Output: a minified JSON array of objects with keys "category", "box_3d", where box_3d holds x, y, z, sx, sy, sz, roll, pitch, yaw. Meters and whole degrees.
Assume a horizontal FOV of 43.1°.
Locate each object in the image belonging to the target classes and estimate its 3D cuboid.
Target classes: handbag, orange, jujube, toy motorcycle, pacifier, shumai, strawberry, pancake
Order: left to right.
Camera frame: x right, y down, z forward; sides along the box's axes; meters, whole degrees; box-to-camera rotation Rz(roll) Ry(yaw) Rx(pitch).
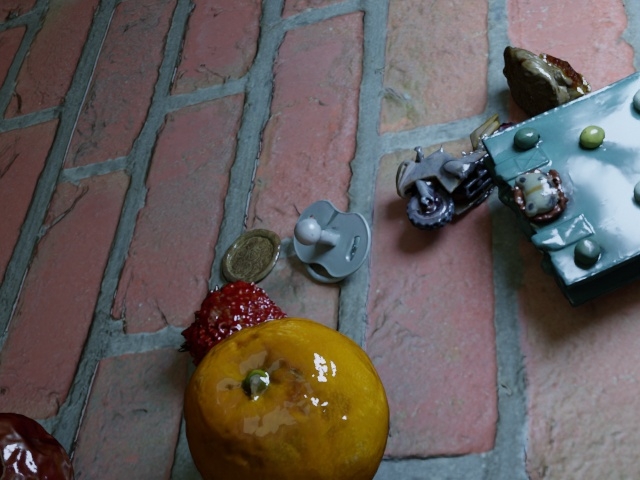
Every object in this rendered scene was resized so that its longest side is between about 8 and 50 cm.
[{"category":"jujube","box_3d":[-0.483,0.371,1.169,0.232,0.213,0.213,-50,50,-1]},{"category":"strawberry","box_3d":[-0.114,0.134,1.224,0.208,0.087,0.167,13,64,32]},{"category":"pancake","box_3d":[-0.116,0.026,1.349,0.114,0.011,0.115,-14,51,18]},{"category":"orange","box_3d":[-0.040,0.226,1.027,0.261,0.261,0.261,-14,53,19]},{"category":"pacifier","box_3d":[0.000,0.000,1.242,0.150,0.116,0.127,33,102,35]},{"category":"toy motorcycle","box_3d":[0.204,-0.114,1.226,0.229,0.094,0.130,-40,47,-9]},{"category":"shumai","box_3d":[0.335,-0.253,1.241,0.105,0.123,0.139,-44,35,-20]},{"category":"handbag","box_3d":[0.383,-0.082,1.064,0.274,0.100,0.269,-20,58,1]}]
